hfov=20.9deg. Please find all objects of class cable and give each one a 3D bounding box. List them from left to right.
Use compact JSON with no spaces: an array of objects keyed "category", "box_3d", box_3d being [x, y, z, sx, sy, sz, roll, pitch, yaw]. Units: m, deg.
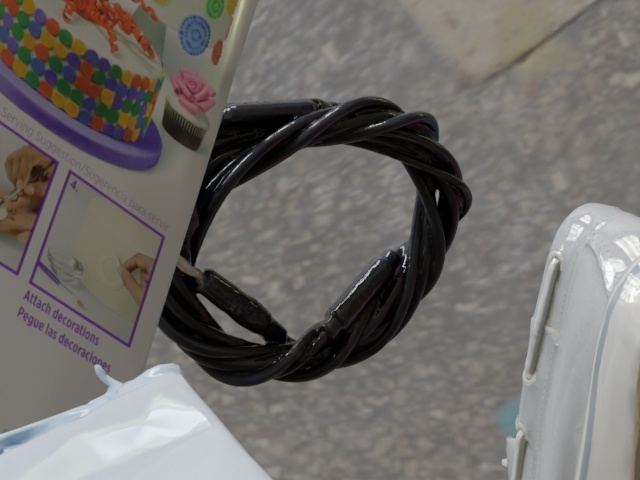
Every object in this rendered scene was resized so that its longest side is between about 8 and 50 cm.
[{"category":"cable","box_3d":[0.000,0.000,0.899,0.184,0.047,0.150,-4,100,-27]}]

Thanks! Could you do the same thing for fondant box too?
[{"category":"fondant box","box_3d":[-0.161,-0.061,0.662,0.238,0.096,0.330,37,55,-33]}]

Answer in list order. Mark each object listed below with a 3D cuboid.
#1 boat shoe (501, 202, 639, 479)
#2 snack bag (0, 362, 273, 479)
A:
[{"category":"boat shoe","box_3d":[0.087,0.072,0.553,0.066,0.063,0.184,-22,131,-24]},{"category":"snack bag","box_3d":[-0.092,0.173,0.347,0.323,0.342,0.037,-24,127,-23]}]
